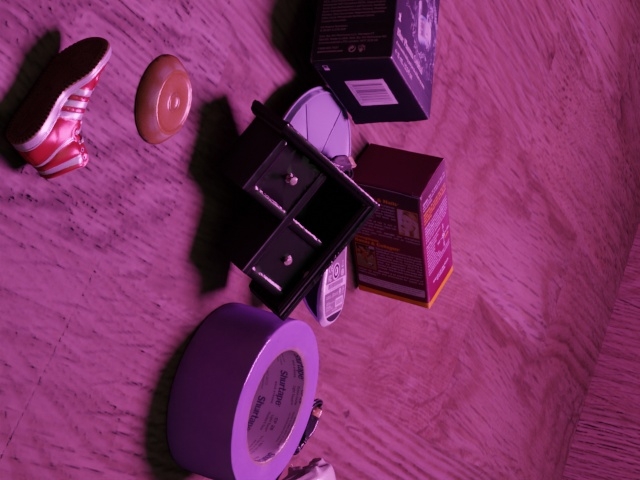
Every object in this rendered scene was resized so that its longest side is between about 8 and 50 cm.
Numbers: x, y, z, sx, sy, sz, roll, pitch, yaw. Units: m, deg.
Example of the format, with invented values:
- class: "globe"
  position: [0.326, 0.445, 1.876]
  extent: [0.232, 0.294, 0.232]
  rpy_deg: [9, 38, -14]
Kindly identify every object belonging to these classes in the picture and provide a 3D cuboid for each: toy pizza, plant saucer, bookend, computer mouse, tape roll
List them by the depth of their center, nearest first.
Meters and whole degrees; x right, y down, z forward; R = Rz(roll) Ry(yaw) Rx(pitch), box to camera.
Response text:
- class: "plant saucer"
  position: [-0.138, -0.127, 1.278]
  extent: [0.083, 0.015, 0.083]
  rpy_deg: [-42, 140, -51]
- class: "bookend"
  position: [-0.050, -0.029, 1.412]
  extent: [0.156, 0.072, 0.157]
  rpy_deg: [-50, 129, -1]
- class: "tape roll"
  position: [-0.079, 0.165, 1.494]
  extent: [0.189, 0.080, 0.189]
  rpy_deg: [-44, 142, -51]
- class: "toy pizza"
  position: [-0.024, -0.072, 1.537]
  extent: [0.201, 0.032, 0.201]
  rpy_deg: [-44, 142, -48]
- class: "computer mouse"
  position: [0.000, 0.000, 1.545]
  extent: [0.106, 0.042, 0.193]
  rpy_deg: [-23, 120, -65]
- class: "computer mouse"
  position: [-0.042, 0.299, 1.698]
  extent: [0.242, 0.041, 0.071]
  rpy_deg: [-66, 154, -21]

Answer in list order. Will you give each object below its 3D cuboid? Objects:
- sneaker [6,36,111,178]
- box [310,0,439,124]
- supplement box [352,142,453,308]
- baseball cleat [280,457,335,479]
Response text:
- class: "sneaker"
  position: [-0.199, -0.103, 1.125]
  extent: [0.118, 0.042, 0.067]
  rpy_deg: [-56, 146, -22]
- class: "box"
  position: [0.063, -0.230, 1.522]
  extent: [0.156, 0.093, 0.158]
  rpy_deg: [47, 46, -62]
- class: "supplement box"
  position: [0.099, -0.018, 1.747]
  extent: [0.081, 0.104, 0.188]
  rpy_deg: [-55, 149, -39]
- class: "baseball cleat"
  position: [-0.044, 0.325, 1.614]
  extent: [0.206, 0.072, 0.109]
  rpy_deg: [-20, 97, -45]
